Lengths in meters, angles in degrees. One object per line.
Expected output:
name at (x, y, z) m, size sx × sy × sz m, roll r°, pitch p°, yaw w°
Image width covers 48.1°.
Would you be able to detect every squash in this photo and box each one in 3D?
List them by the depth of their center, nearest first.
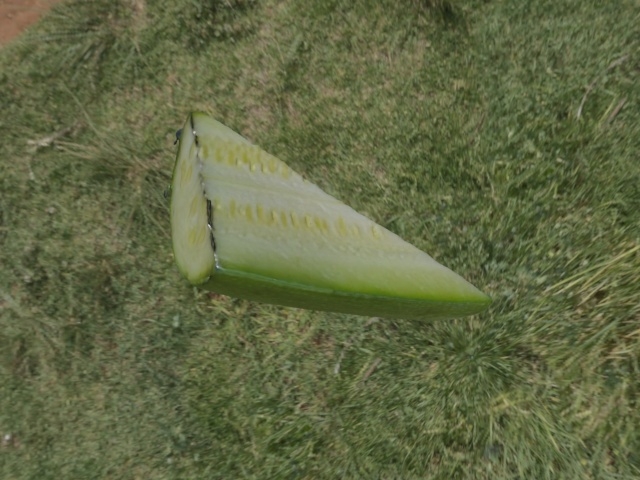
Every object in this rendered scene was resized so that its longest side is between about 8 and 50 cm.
squash at (0.000, 0.000, 0.712) m, size 0.288 × 0.111 × 0.203 m, roll 6°, pitch 49°, yaw -28°
